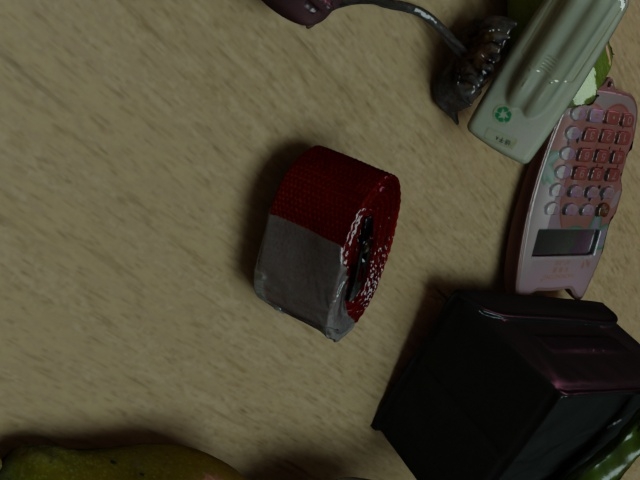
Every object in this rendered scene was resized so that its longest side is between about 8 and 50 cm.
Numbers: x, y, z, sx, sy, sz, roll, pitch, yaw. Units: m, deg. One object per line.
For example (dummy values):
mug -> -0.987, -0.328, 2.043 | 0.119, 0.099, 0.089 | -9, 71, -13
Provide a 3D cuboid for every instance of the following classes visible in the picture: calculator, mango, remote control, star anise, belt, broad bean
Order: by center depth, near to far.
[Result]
mango -> -0.195, 0.306, 1.065 | 0.329, 0.176, 0.176 | 15, 57, -47
belt -> 0.000, 0.000, 1.096 | 0.128, 0.124, 0.201 | -28, 137, -54
star anise -> 0.098, -0.221, 1.134 | 0.227, 0.218, 0.148 | 31, 128, -9
remote control -> 0.254, -0.194, 1.141 | 0.230, 0.090, 0.049 | -62, 174, 32
broad bean -> 0.341, 0.315, 1.315 | 0.098, 0.056, 0.318 | 14, 113, -44
calculator -> 0.357, -0.071, 1.439 | 0.220, 0.048, 0.329 | 1, 110, -41

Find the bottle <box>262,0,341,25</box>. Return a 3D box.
bottle -> 0.024, -0.311, 0.948 | 0.110, 0.110, 0.233 | 32, 90, -47

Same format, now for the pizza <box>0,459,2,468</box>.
pizza -> -0.406, 0.251, 0.863 | 0.305, 0.086, 0.161 | -22, 109, -45

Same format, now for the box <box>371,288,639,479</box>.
box -> 0.291, 0.229, 1.397 | 0.345, 0.204, 0.251 | 6, 123, -43

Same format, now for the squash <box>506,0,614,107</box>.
squash -> 0.271, -0.309, 1.184 | 0.137, 0.137, 0.287 | -25, 117, -31

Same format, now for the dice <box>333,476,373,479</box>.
dice -> 0.030, 0.452, 1.222 | 0.259, 0.243, 0.251 | -54, 173, 17
